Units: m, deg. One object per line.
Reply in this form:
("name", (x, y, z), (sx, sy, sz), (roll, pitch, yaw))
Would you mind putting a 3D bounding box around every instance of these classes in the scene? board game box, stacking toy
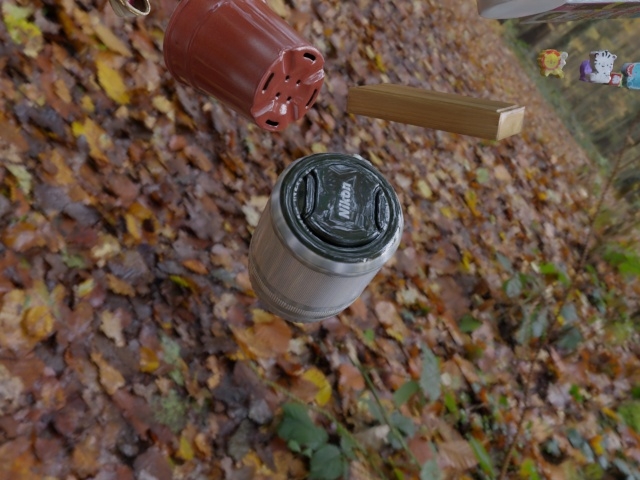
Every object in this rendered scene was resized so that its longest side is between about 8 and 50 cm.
("board game box", (0.624, -0.551, 1.651), (0.224, 0.303, 0.098), (-150, -126, -77))
("stacking toy", (0.510, -0.291, 1.286), (0.221, 0.052, 0.167), (5, 14, -14))

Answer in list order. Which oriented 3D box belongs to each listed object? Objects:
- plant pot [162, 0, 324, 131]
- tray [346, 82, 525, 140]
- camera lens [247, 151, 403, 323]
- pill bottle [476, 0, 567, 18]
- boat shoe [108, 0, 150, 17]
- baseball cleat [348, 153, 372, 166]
("plant pot", (-0.149, -0.384, 1.602), (0.265, 0.272, 0.272), (41, 14, 27))
("tray", (0.295, -0.340, 1.929), (0.410, 0.076, 0.203), (17, 22, 27))
("camera lens", (0.000, 0.000, 1.263), (0.219, 0.274, 0.219), (8, 61, -14))
("pill bottle", (0.368, -0.622, 1.416), (0.204, 0.204, 0.361), (-15, 99, -68))
("boat shoe", (-0.312, -0.406, 1.177), (0.170, 0.059, 0.063), (63, 34, -80))
("baseball cleat", (0.095, -0.137, 1.979), (0.109, 0.072, 0.206), (23, 64, -12))
